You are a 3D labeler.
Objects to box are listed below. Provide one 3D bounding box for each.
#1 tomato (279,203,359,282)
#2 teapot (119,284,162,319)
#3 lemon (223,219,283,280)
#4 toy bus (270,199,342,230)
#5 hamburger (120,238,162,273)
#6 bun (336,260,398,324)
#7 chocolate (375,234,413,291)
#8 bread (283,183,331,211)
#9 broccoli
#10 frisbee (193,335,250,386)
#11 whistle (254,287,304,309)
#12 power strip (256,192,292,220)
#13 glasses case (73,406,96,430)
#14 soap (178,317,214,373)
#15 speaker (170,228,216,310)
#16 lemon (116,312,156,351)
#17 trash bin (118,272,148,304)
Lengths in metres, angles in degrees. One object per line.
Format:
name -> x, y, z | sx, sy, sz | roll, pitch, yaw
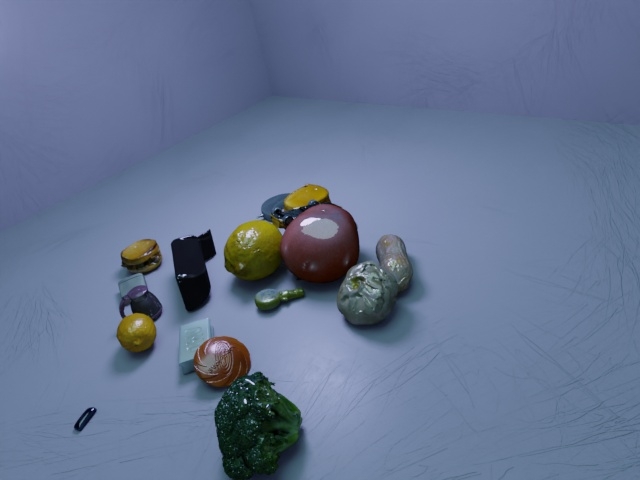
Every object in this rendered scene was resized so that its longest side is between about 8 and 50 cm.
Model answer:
tomato -> 0.000, 0.000, 1.901 | 0.342, 0.272, 0.341 | 4, 36, -3
teapot -> -0.739, 0.256, 1.906 | 0.149, 0.145, 0.116 | -12, 34, 1
lemon -> -0.281, 0.044, 1.980 | 0.246, 0.245, 0.319 | 2, 32, 22
toy bus -> -0.064, -0.103, 2.129 | 0.336, 0.122, 0.121 | -16, 30, -34
hamburger -> -0.860, 0.081, 2.233 | 0.191, 0.117, 0.182 | -25, 32, -24
bun -> 0.158, 0.187, 1.667 | 0.239, 0.141, 0.238 | -21, 49, 27
chocolate -> 0.286, 0.079, 1.833 | 0.134, 0.134, 0.309 | -9, 35, 6
bread -> -0.067, -0.167, 2.307 | 0.196, 0.142, 0.270 | 28, 48, 33
broccoli -> -0.180, 0.507, 1.307 | 0.246, 0.265, 0.294 | 21, 41, -11
frisbee -> -0.332, 0.403, 1.584 | 0.192, 0.035, 0.191 | 8, 46, -8
whistle -> -0.161, 0.227, 1.847 | 0.199, 0.057, 0.104 | -9, 27, -9
power strip -> -0.230, -0.174, 2.457 | 0.168, 0.054, 0.253 | 14, 42, 39
glasses case -> -0.780, 0.586, 1.541 | 0.034, 0.023, 0.083 | 3, 36, 20
soap -> -0.449, 0.380, 1.697 | 0.119, 0.066, 0.198 | -15, 33, -6
speaker -> -0.534, 0.112, 2.031 | 0.184, 0.179, 0.388 | -15, 33, -13
lemon -> -0.697, 0.346, 1.767 | 0.142, 0.142, 0.187 | -28, 32, -21
trash bin -> -0.833, 0.215, 2.079 | 0.116, 0.059, 0.130 | -25, 36, -16
